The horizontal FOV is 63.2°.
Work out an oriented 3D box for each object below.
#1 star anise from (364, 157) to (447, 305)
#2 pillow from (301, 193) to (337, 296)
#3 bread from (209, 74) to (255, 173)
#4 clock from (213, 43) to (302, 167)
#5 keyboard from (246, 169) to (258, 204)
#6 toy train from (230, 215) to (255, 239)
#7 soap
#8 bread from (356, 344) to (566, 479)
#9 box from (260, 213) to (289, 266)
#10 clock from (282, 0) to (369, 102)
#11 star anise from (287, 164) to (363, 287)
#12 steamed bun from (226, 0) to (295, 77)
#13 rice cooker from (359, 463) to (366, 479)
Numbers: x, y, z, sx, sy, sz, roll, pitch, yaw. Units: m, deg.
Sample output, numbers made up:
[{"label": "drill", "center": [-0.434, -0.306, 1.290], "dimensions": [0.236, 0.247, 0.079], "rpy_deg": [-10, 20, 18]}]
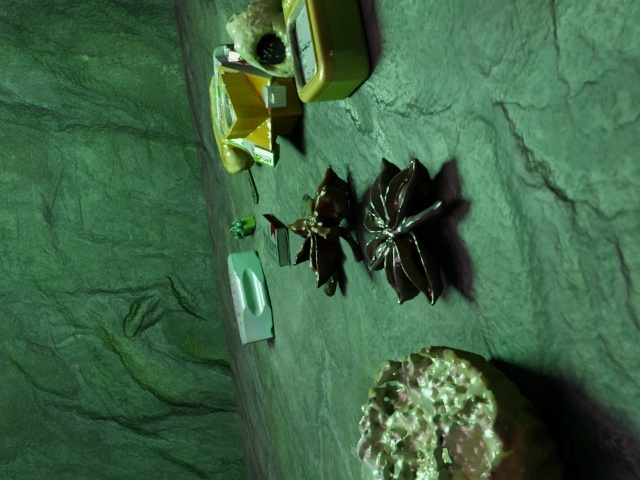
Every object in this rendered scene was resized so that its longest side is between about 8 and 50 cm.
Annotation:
[{"label": "star anise", "center": [0.113, -0.017, 0.741], "dimensions": [0.197, 0.073, 0.212], "rpy_deg": [-148, 54, -61]}, {"label": "pillow", "center": [0.000, -0.001, 1.116], "dimensions": [0.093, 0.051, 0.240], "rpy_deg": [122, 137, -63]}, {"label": "bread", "center": [-0.272, -0.356, 1.630], "dimensions": [0.172, 0.121, 0.310], "rpy_deg": [116, 140, -66]}, {"label": "clock", "center": [-0.160, -0.325, 1.246], "dimensions": [0.309, 0.166, 0.234], "rpy_deg": [-129, 34, -53]}, {"label": "keyboard", "center": [-0.234, -0.184, 1.768], "dimensions": [0.049, 0.015, 0.129], "rpy_deg": [107, 148, -53]}, {"label": "toy train", "center": [-0.279, -0.044, 1.867], "dimensions": [0.050, 0.081, 0.122], "rpy_deg": [66, 159, 15]}, {"label": "soap", "center": [-0.255, 0.206, 1.883], "dimensions": [0.193, 0.109, 0.323], "rpy_deg": [138, 121, -68]}, {"label": "bread", "center": [0.158, 0.252, 0.590], "dimensions": [0.274, 0.150, 0.273], "rpy_deg": [-10, 79, 63]}, {"label": "box", "center": [-0.135, -0.005, 1.534], "dimensions": [0.177, 0.036, 0.115], "rpy_deg": [-140, 44, -63]}, {"label": "clock", "center": [0.004, -0.345, 0.870], "dimensions": [0.143, 0.096, 0.202], "rpy_deg": [161, 98, -68]}, {"label": "star anise", "center": [0.008, -0.033, 0.987], "dimensions": [0.196, 0.111, 0.212], "rpy_deg": [37, 126, 57]}, {"label": "steamed bun", "center": [-0.108, -0.421, 1.062], "dimensions": [0.140, 0.156, 0.172], "rpy_deg": [119, 137, -60]}, {"label": "rice cooker", "center": [0.130, 0.368, 0.778], "dimensions": [0.206, 0.145, 0.127], "rpy_deg": [102, 164, -56]}]
